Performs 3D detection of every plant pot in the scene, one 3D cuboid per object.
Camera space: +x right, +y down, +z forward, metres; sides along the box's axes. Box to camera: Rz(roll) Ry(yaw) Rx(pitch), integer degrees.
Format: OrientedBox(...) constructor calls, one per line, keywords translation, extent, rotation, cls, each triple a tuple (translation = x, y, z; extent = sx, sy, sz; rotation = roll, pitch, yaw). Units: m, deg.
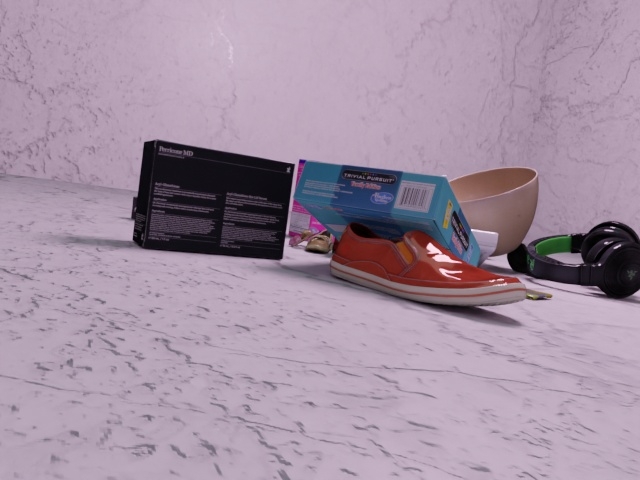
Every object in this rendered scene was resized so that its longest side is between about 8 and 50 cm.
OrientedBox(translation=(0.458, -0.066, 1.596), extent=(0.284, 0.191, 0.284), rotation=(-16, 17, 5), cls="plant pot")

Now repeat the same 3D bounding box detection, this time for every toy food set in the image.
OrientedBox(translation=(-0.042, -0.009, 1.402), extent=(0.078, 0.019, 0.122), rotation=(-30, 0, 1), cls="toy food set")

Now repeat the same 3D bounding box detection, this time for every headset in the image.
OrientedBox(translation=(0.692, 0.068, 1.379), extent=(0.394, 0.185, 0.243), rotation=(-1, 18, 19), cls="headset")

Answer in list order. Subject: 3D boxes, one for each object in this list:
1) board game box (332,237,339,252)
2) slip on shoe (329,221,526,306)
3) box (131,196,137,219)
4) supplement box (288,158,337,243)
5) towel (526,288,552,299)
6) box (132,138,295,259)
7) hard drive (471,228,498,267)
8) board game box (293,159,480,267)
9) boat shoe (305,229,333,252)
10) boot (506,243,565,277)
OrientedBox(translation=(0.175, -0.004, 1.329), extent=(0.281, 0.145, 0.027), rotation=(8, 50, -2), cls="board game box")
OrientedBox(translation=(0.152, 0.036, 0.899), extent=(0.331, 0.101, 0.123), rotation=(14, 6, 42), cls="slip on shoe")
OrientedBox(translation=(-0.317, -0.066, 1.532), extent=(0.216, 0.060, 0.270), rotation=(11, 5, 26), cls="box")
OrientedBox(translation=(-0.003, -0.108, 1.639), extent=(0.111, 0.220, 0.114), rotation=(4, 7, -35), cls="supplement box")
OrientedBox(translation=(0.395, 0.101, 1.107), extent=(0.060, 0.009, 0.083), rotation=(14, 8, 43), cls="towel")
OrientedBox(translation=(-0.192, -0.071, 1.070), extent=(0.261, 0.184, 0.103), rotation=(7, 5, -29), cls="box")
OrientedBox(translation=(0.239, 0.001, 1.468), extent=(0.353, 0.047, 0.233), rotation=(8, -13, 6), cls="hard drive")
OrientedBox(translation=(0.138, -0.028, 1.086), extent=(0.253, 0.079, 0.336), rotation=(11, -15, 28), cls="board game box")
OrientedBox(translation=(0.002, 0.000, 1.374), extent=(0.056, 0.048, 0.153), rotation=(9, 5, 14), cls="boat shoe")
OrientedBox(translation=(0.605, 0.068, 1.590), extent=(0.137, 0.077, 0.198), rotation=(12, 17, -13), cls="boot")
